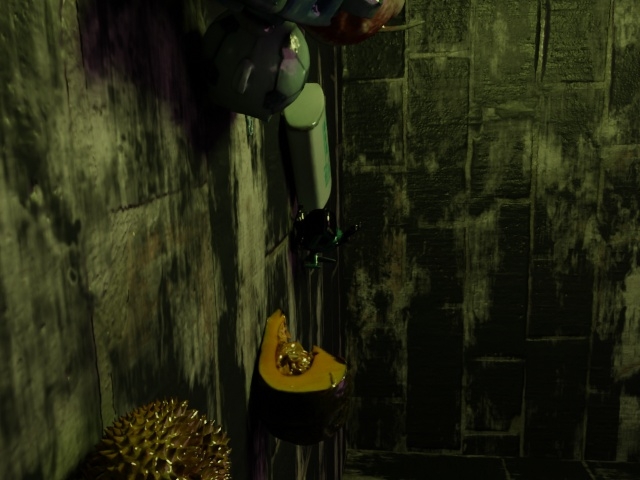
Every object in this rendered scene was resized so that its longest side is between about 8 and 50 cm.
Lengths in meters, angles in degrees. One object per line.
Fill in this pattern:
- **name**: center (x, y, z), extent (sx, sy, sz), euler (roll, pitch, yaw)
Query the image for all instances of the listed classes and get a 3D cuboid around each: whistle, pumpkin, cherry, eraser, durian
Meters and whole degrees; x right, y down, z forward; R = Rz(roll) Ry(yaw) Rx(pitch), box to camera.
- **whistle**: center (-0.088, -0.262, 0.829), extent (0.289, 0.164, 0.163), euler (-81, 169, -61)
- **pumpkin**: center (-0.026, 0.264, 1.171), extent (0.280, 0.190, 0.139), euler (-81, 168, -55)
- **cherry**: center (0.061, -0.661, 1.479), extent (0.334, 0.292, 0.326), euler (70, 20, 2)
- **eraser**: center (-0.031, -0.237, 1.498), extent (0.290, 0.104, 0.189), euler (83, 6, -49)
- **durian**: center (-0.143, 0.220, 0.504), extent (0.168, 0.137, 0.158), euler (-119, -133, -77)

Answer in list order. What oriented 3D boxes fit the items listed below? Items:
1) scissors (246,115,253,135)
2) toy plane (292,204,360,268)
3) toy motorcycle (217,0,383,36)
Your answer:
- **scissors**: center (-0.132, -0.229, 1.048), extent (0.083, 0.006, 0.036), euler (83, 8, -46)
- **toy plane**: center (0.000, 0.000, 1.574), extent (0.381, 0.155, 0.106), euler (116, -22, -66)
- **toy motorcycle**: center (-0.069, -0.331, 0.661), extent (0.319, 0.241, 0.181), euler (-27, 138, -55)
